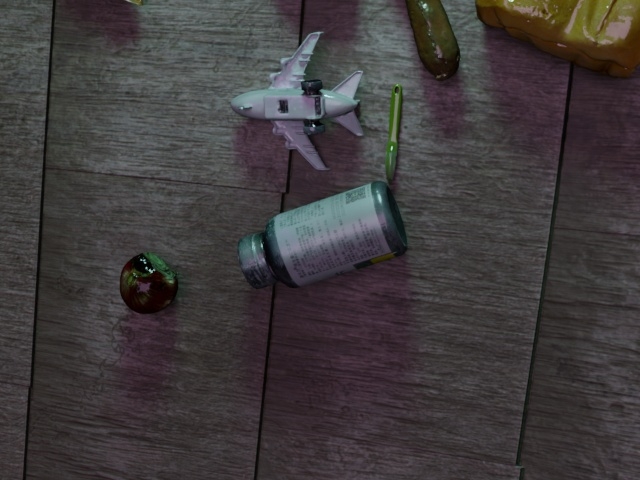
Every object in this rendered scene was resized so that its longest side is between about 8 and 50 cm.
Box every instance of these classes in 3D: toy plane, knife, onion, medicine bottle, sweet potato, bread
[{"bbox_3d":[-0.047,-0.249,1.487,0.255,0.101,0.251,1,106,12],"label":"toy plane"},{"bbox_3d":[0.133,-0.194,1.491,0.022,0.026,0.184,5,92,9],"label":"knife"},{"bbox_3d":[-0.335,0.088,1.579,0.117,0.118,0.118,42,104,40],"label":"onion"},{"bbox_3d":[0.000,0.000,1.476,0.293,0.141,0.141,-18,91,13],"label":"medicine bottle"},{"bbox_3d":[0.181,-0.412,1.440,0.075,0.075,0.273,-21,87,13],"label":"sweet potato"},{"bbox_3d":[0.413,-0.389,1.361,0.294,0.132,0.167,26,93,11],"label":"bread"}]

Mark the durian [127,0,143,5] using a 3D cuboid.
[{"bbox_3d":[-0.395,-0.545,1.558,0.140,0.078,0.224,-27,99,1],"label":"durian"}]
